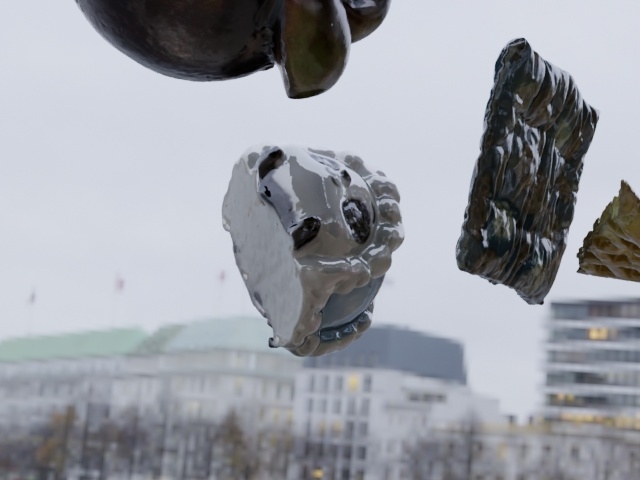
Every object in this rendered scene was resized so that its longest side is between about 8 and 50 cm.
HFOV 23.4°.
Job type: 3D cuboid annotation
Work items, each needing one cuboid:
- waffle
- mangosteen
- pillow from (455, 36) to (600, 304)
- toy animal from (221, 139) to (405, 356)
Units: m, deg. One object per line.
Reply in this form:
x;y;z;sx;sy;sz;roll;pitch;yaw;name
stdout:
0.219;-0.011;1.227;0.125;0.032;0.191;10;-16;38;waffle
-0.063;-0.281;1.379;0.347;0.307;0.307;22;-7;12;mangosteen
0.173;-0.049;1.269;0.034;0.189;0.255;16;-3;26;pillow
0.000;0.000;1.598;0.156;0.208;0.204;-8;-39;-27;toy animal
